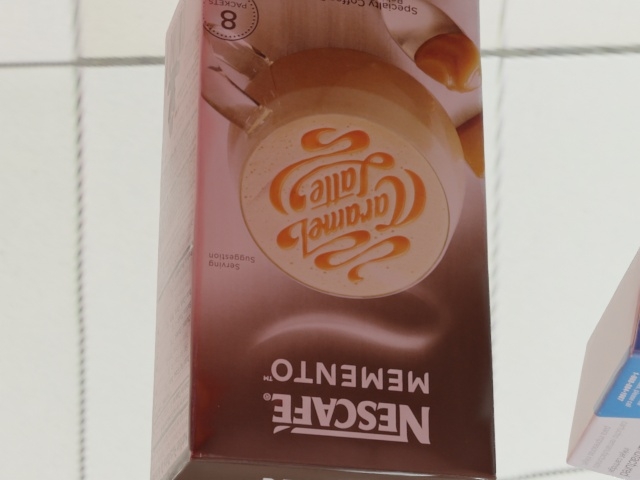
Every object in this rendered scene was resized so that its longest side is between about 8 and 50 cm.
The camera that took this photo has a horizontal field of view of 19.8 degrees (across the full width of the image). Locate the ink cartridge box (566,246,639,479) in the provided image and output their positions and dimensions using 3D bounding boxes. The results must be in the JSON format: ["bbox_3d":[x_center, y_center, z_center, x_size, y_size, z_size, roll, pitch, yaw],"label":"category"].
[{"bbox_3d":[0.381,0.128,1.498,0.307,0.223,0.129,15,58,1],"label":"ink cartridge box"}]

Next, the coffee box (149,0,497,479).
[{"bbox_3d":[0.000,0.000,0.849,0.141,0.098,0.246,5,67,-15],"label":"coffee box"}]
